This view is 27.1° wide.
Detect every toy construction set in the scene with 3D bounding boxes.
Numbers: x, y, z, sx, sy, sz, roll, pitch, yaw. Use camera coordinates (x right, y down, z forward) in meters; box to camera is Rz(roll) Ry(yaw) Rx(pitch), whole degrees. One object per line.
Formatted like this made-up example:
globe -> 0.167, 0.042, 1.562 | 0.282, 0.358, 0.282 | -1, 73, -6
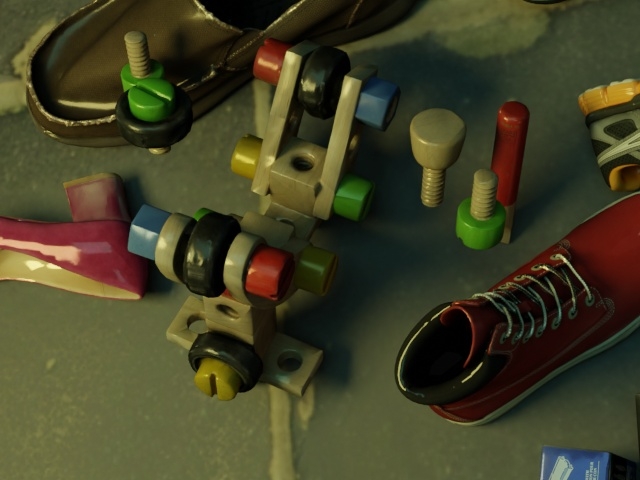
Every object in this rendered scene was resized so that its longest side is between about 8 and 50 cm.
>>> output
toy construction set -> 0.000, 0.000, 1.034 | 0.309, 0.237, 0.257 | -2, 47, 0

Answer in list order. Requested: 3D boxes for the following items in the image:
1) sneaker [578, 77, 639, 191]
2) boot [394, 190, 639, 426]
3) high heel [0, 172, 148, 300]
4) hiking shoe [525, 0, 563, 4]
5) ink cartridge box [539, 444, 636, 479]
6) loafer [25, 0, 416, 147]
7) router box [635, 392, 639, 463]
sneaker -> 0.280, -0.085, 0.964 | 0.215, 0.084, 0.083 | -8, 88, 59
boot -> 0.165, 0.041, 0.955 | 0.244, 0.176, 0.088 | -40, 69, 4
high heel -> -0.267, 0.032, 1.141 | 0.244, 0.082, 0.117 | -17, 64, 0
hiking shoe -> 0.241, -0.322, 1.028 | 0.113, 0.132, 0.304 | 36, 91, 20
ink cartridge box -> 0.182, 0.192, 0.900 | 0.046, 0.207, 0.097 | 3, 80, 18
loafer -> -0.100, -0.197, 1.108 | 0.366, 0.130, 0.134 | -24, 73, 11
router box -> 0.297, 0.162, 0.903 | 0.179, 0.046, 0.133 | -18, 70, 55
